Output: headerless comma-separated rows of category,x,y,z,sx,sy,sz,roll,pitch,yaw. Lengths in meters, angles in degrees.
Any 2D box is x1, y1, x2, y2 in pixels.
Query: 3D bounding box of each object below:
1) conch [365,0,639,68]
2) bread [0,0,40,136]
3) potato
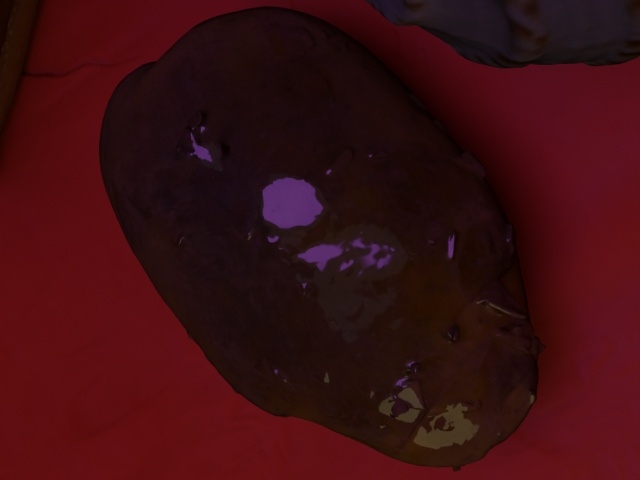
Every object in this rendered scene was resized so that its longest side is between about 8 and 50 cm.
conch,0.085,-0.211,0.611,0.319,0.215,0.303,-42,93,23
bread,-0.258,-0.137,0.922,0.111,0.239,0.246,21,104,15
potato,0.000,0.000,0.887,0.296,0.141,0.191,45,115,8
